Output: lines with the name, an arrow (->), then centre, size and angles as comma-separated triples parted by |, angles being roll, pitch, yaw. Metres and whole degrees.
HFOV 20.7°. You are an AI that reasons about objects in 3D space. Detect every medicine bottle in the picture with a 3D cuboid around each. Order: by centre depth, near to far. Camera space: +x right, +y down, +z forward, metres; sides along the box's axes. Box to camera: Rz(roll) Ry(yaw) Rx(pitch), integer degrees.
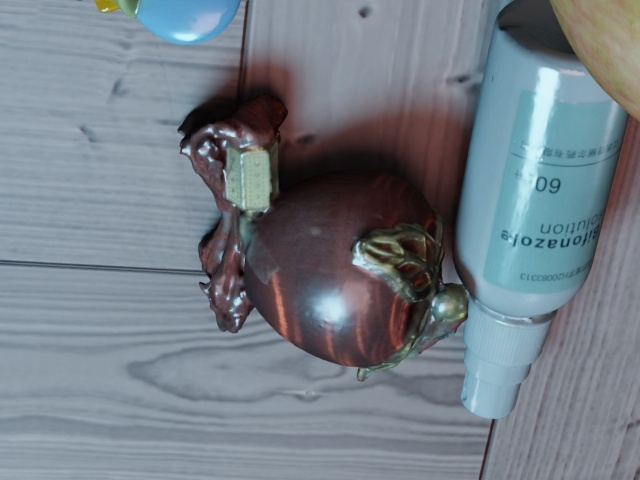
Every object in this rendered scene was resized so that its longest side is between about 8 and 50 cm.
medicine bottle -> 0.158, -0.010, 1.335 | 0.110, 0.110, 0.352 | 3, 126, -6

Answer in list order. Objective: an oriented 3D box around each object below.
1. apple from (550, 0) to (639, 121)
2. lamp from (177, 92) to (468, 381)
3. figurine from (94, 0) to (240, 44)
apple -> 0.308, -0.215, 1.066 | 0.363, 0.364, 0.364 | -2, 126, -3
lamp -> 0.002, 0.006, 1.312 | 0.223, 0.151, 0.215 | 1, 122, -3
figurine -> -0.067, -0.234, 1.133 | 0.262, 0.154, 0.180 | -12, 115, 9
